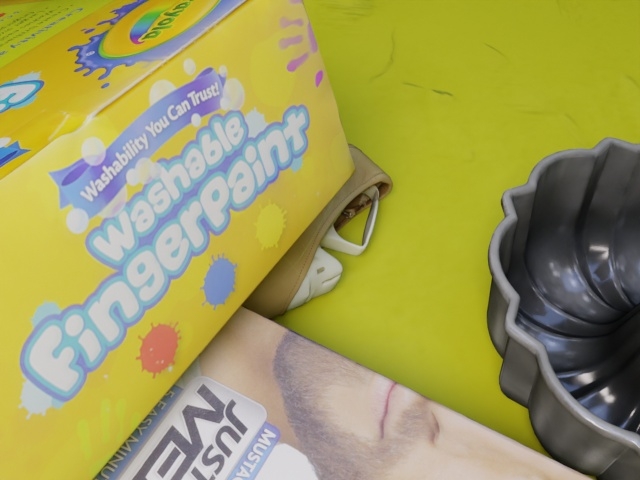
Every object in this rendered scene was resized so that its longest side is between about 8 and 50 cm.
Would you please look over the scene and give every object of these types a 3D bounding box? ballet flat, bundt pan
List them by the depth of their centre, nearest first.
[{"bbox_3d":[0.275,0.074,0.573,0.330,0.124,0.331,4,48,-4],"label":"bundt pan"},{"bbox_3d":[0.000,0.000,0.641,0.073,0.080,0.232,32,52,1],"label":"ballet flat"}]

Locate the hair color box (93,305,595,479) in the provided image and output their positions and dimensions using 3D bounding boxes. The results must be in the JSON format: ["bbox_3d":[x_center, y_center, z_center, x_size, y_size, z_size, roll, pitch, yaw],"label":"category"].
[{"bbox_3d":[-0.013,0.170,0.465,0.338,0.110,0.185,25,50,13],"label":"hair color box"}]

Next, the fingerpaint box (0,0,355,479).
[{"bbox_3d":[-0.252,0.010,0.459,0.371,0.163,0.445,7,42,34],"label":"fingerpaint box"}]
